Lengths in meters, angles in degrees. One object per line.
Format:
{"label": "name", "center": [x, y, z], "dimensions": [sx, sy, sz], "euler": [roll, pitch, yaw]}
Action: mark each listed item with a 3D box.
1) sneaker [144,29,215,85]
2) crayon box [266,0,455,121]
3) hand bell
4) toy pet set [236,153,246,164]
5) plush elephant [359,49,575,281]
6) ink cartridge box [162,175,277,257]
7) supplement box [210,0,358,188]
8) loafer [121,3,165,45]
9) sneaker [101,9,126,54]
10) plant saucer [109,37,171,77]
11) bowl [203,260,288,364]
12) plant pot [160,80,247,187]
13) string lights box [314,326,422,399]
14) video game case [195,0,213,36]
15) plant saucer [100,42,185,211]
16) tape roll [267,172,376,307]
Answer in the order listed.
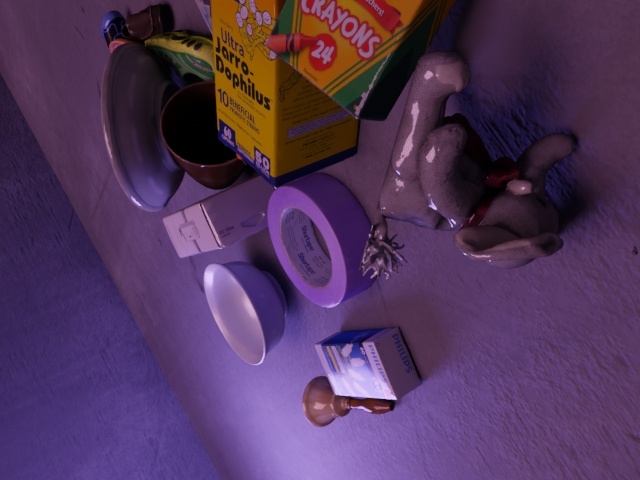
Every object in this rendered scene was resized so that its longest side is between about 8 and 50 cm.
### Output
{"label": "sneaker", "center": [-0.327, -0.428, 1.636], "dimensions": [0.295, 0.109, 0.123], "euler": [29, 135, 47]}
{"label": "crayon box", "center": [0.077, -0.350, 0.929], "dimensions": [0.202, 0.081, 0.318], "euler": [43, 118, 25]}
{"label": "hand bell", "center": [0.080, 0.391, 1.643], "dimensions": [0.242, 0.126, 0.126], "euler": [-9, 104, 48]}
{"label": "toy pet set", "center": [-0.109, -0.181, 1.471], "dimensions": [0.065, 0.122, 0.114], "euler": [54, 168, 26]}
{"label": "plush elephant", "center": [0.216, -0.072, 0.919], "dimensions": [0.272, 0.255, 0.330], "euler": [-39, -34, -82]}
{"label": "ink cartridge box", "center": [-0.231, -0.059, 1.667], "dimensions": [0.283, 0.207, 0.117], "euler": [-11, 105, 60]}
{"label": "supplement box", "center": [-0.057, -0.308, 1.200], "dimensions": [0.194, 0.195, 0.356], "euler": [41, 143, 35]}
{"label": "loafer", "center": [-0.458, -0.547, 1.769], "dimensions": [0.220, 0.078, 0.080], "euler": [-6, 89, 60]}
{"label": "sneaker", "center": [-0.562, -0.540, 1.971], "dimensions": [0.090, 0.081, 0.232], "euler": [46, 153, 25]}
{"label": "plant saucer", "center": [-0.475, -0.468, 1.850], "dimensions": [0.200, 0.037, 0.200], "euler": [30, 161, 12]}
{"label": "bowl", "center": [-0.180, 0.172, 1.839], "dimensions": [0.298, 0.134, 0.298], "euler": [38, 141, 39]}
{"label": "plant pot", "center": [-0.247, -0.215, 1.607], "dimensions": [0.215, 0.215, 0.230], "euler": [55, 165, 16]}
{"label": "string lights box", "center": [0.099, 0.270, 1.519], "dimensions": [0.260, 0.077, 0.133], "euler": [-19, 94, 61]}
{"label": "video game case", "center": [-0.208, -0.578, 1.400], "dimensions": [0.329, 0.036, 0.300], "euler": [64, 151, 1]}
{"label": "plant saucer", "center": [-0.385, -0.270, 1.644], "dimensions": [0.400, 0.100, 0.400], "euler": [-6, -90, -80]}
{"label": "tape roll", "center": [0.000, 0.000, 1.458], "dimensions": [0.275, 0.090, 0.275], "euler": [39, 141, 39]}
